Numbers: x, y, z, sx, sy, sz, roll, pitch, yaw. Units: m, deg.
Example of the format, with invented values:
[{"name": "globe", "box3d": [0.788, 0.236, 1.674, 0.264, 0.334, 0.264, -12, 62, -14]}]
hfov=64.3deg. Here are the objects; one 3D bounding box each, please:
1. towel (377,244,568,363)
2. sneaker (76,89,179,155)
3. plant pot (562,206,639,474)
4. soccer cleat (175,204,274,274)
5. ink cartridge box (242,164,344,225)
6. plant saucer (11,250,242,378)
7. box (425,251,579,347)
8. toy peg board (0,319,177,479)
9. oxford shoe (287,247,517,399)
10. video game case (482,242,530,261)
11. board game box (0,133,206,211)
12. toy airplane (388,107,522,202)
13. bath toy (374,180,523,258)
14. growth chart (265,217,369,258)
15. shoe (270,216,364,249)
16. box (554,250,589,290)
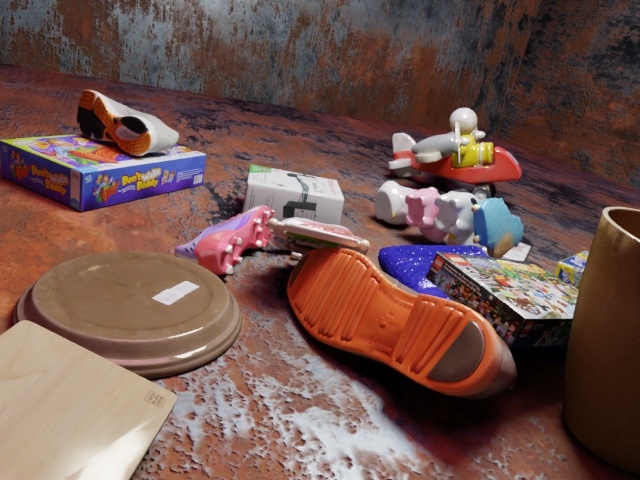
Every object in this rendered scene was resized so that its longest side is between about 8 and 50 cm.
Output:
[{"name": "towel", "box3d": [0.247, 0.086, 0.850, 0.227, 0.076, 0.308, 6, 22, -19]}, {"name": "sneaker", "box3d": [-0.428, -0.253, 1.128, 0.262, 0.099, 0.121, 31, 19, 24]}, {"name": "plant pot", "box3d": [0.384, 0.125, 0.567, 0.237, 0.254, 0.237, 12, 23, -5]}, {"name": "soccer cleat", "box3d": [-0.153, -0.011, 0.883, 0.095, 0.083, 0.248, 12, 23, 12]}, {"name": "ink cartridge box", "box3d": [-0.061, -0.092, 1.122, 0.208, 0.087, 0.153, 9, 22, -10]}, {"name": "plant saucer", "box3d": [-0.238, 0.078, 0.659, 0.277, 0.041, 0.278, 11, 20, -4]}, {"name": "box", "box3d": [0.282, 0.080, 0.708, 0.233, 0.044, 0.159, 6, 25, -35]}, {"name": "toy peg board", "box3d": [-0.230, 0.167, 0.412, 0.160, 0.079, 0.161, 28, 22, -3]}, {"name": "oxford shoe", "box3d": [0.088, 0.113, 0.688, 0.363, 0.130, 0.132, 27, -6, 47]}, {"name": "video game case", "box3d": [0.410, 0.012, 1.209, 0.157, 0.019, 0.143, 22, 23, 23]}, {"name": "board game box", "box3d": [-0.453, -0.165, 1.107, 0.233, 0.078, 0.347, 20, 23, 21]}, {"name": "toy airplane", "box3d": [0.412, -0.299, 1.651, 0.384, 0.273, 0.386, 3, 23, -20]}, {"name": "bath toy", "box3d": [0.267, -0.054, 1.133, 0.129, 0.152, 0.348, -13, 21, -31]}, {"name": "growth chart", "box3d": [0.001, 0.012, 0.826, 0.171, 0.021, 0.237, 11, -12, 7]}, {"name": "shoe", "box3d": [0.000, 0.000, 0.950, 0.178, 0.064, 0.081, 3, 16, -33]}, {"name": "box", "box3d": [0.554, 0.068, 1.087, 0.054, 0.059, 0.168, 26, 25, 38]}]
